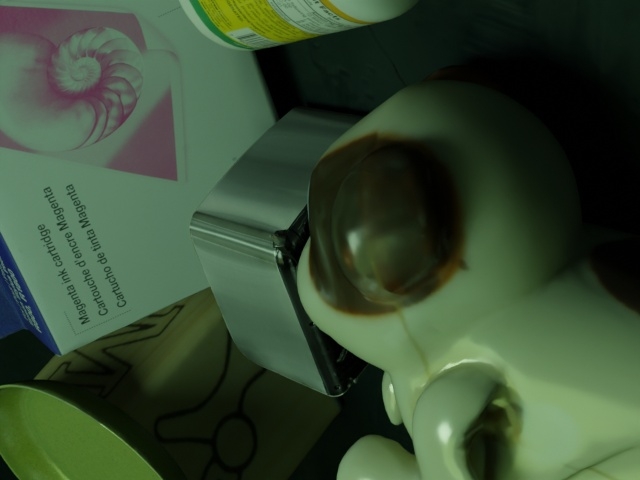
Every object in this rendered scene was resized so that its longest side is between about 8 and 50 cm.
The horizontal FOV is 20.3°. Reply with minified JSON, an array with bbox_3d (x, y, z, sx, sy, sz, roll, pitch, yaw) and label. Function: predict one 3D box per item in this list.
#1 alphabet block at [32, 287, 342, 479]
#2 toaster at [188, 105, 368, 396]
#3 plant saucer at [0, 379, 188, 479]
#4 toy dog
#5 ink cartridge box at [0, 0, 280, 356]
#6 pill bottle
[{"bbox_3d":[-0.134,0.158,1.690,0.193,0.197,0.192,-4,127,48],"label":"alphabet block"},{"bbox_3d":[0.000,0.000,1.388,0.110,0.168,0.186,15,141,36],"label":"toaster"},{"bbox_3d":[-0.195,0.204,1.588,0.241,0.037,0.241,27,147,20],"label":"plant saucer"},{"bbox_3d":[0.158,0.072,1.222,0.408,0.284,0.395,41,135,-1],"label":"toy dog"},{"bbox_3d":[-0.196,-0.066,1.385,0.071,0.330,0.324,55,169,50],"label":"ink cartridge box"},{"bbox_3d":[0.004,-0.197,1.190,0.208,0.117,0.117,-5,127,49],"label":"pill bottle"}]
